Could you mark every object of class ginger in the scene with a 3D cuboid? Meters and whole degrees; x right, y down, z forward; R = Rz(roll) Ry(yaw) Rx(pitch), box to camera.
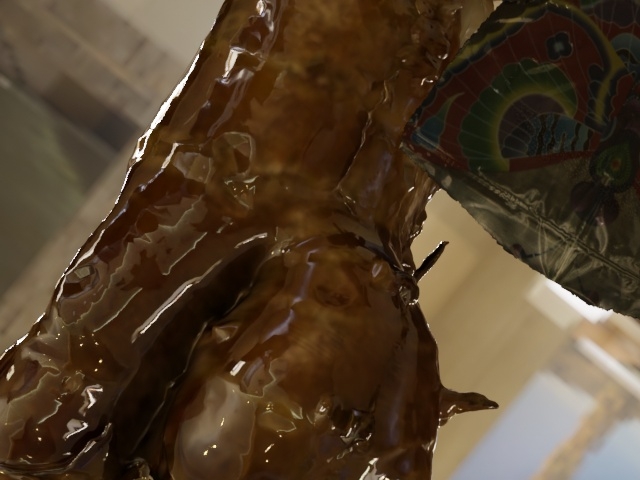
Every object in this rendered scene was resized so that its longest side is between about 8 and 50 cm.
[{"bbox_3d":[0.000,0.000,1.066,0.254,0.418,0.176,25,163,12],"label":"ginger"}]

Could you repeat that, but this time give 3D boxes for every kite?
[{"bbox_3d":[0.152,-0.108,0.718,0.152,0.285,0.015,31,176,-15],"label":"kite"}]

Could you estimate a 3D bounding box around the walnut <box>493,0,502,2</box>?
[{"bbox_3d":[0.123,-0.281,1.436,0.228,0.228,0.228,39,-178,-1],"label":"walnut"}]
